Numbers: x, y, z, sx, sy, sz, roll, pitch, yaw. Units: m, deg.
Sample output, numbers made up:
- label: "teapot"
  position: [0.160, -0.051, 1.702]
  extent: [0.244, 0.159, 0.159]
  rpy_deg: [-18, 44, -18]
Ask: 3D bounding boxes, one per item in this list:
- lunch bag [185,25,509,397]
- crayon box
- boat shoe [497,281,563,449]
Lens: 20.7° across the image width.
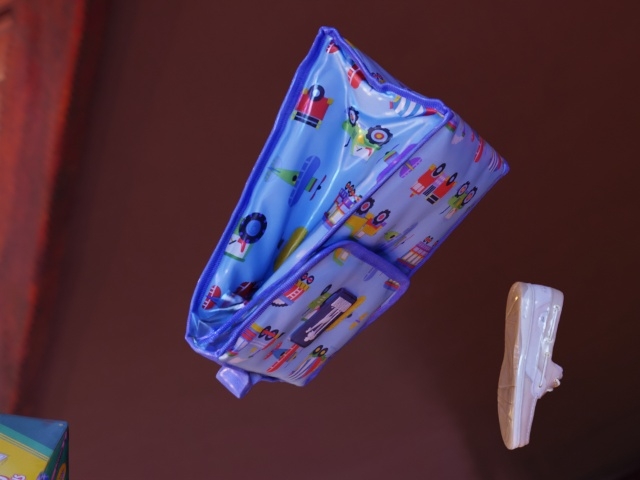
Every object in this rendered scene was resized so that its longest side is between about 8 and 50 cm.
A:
- label: "lunch bag"
  position: [0.000, 0.000, 1.446]
  extent: [0.138, 0.293, 0.221]
  rpy_deg: [36, -176, 19]
- label: "crayon box"
  position: [-0.365, 0.271, 1.734]
  extent: [0.278, 0.165, 0.081]
  rpy_deg: [-71, -14, -64]
- label: "boat shoe"
  position: [0.215, 0.127, 1.757]
  extent: [0.063, 0.059, 0.170]
  rpy_deg: [-138, 52, -77]
